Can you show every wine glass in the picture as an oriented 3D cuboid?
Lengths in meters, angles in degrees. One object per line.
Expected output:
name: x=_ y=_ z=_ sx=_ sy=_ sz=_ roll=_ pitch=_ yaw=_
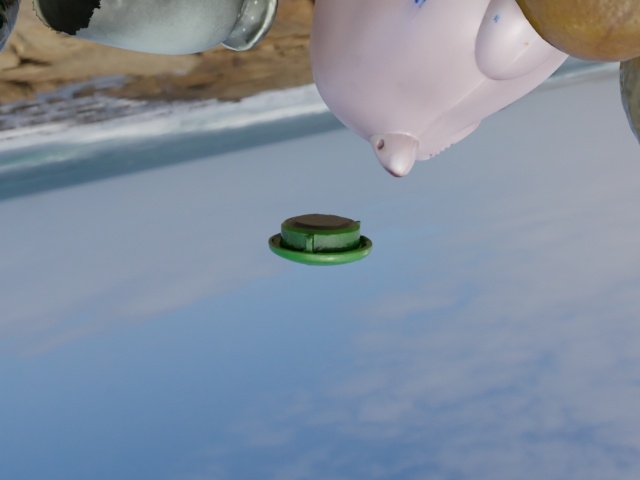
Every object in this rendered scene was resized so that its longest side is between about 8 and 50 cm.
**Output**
wine glass: x=-0.135 y=-0.216 z=0.799 sx=0.111 sy=0.111 sz=0.204 roll=-7 pitch=-179 yaw=40

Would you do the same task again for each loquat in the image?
loquat: x=0.296 y=-0.259 z=0.902 sx=0.234 sy=0.176 sz=0.187 roll=12 pitch=-123 yaw=29

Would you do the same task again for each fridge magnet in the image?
fridge magnet: x=0.000 y=0.000 z=1.846 sx=0.208 sy=0.088 sz=0.208 roll=1 pitch=-167 yaw=0

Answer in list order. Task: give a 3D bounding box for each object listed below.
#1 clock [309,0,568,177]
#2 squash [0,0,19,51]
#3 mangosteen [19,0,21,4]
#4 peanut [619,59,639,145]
clock: x=0.135 y=-0.294 z=1.151 sx=0.251 sy=0.376 sz=0.368 roll=24 pitch=-159 yaw=-34
squash: x=-0.470 y=-0.264 z=1.072 sx=0.252 sy=0.252 sz=0.165 roll=-10 pitch=145 yaw=21
mangosteen: x=-0.552 y=-0.433 z=1.567 sx=0.140 sy=0.140 sz=0.140 roll=-12 pitch=-174 yaw=1
peanut: x=0.504 y=-0.184 z=1.223 sx=0.192 sy=0.387 sz=0.169 roll=-36 pitch=-142 yaw=3
